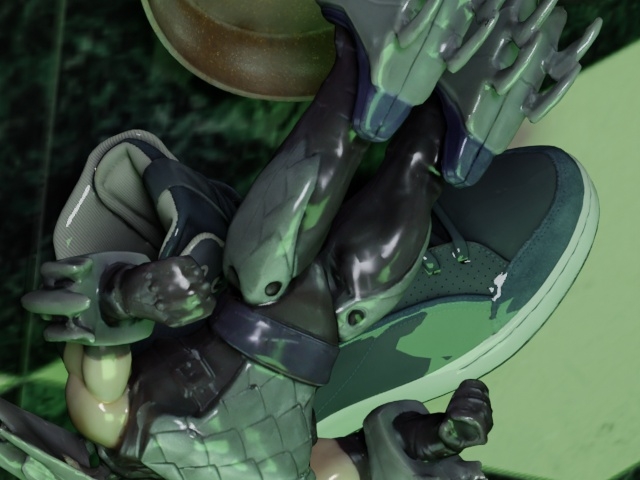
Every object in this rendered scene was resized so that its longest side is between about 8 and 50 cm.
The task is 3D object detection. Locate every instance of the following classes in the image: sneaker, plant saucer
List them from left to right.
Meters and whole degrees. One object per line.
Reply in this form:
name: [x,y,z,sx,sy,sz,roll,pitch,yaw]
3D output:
sneaker: [0.000,0.002,0.783,0.226,0.086,0.163,-34,138,-4]
plant saucer: [0.007,-0.125,0.710,0.168,0.029,0.168,-18,136,-19]

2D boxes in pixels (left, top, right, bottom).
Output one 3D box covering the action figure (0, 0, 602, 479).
action figure: [-0.005,0.013,0.676,0.185,0.099,0.285,26,93,-43]
